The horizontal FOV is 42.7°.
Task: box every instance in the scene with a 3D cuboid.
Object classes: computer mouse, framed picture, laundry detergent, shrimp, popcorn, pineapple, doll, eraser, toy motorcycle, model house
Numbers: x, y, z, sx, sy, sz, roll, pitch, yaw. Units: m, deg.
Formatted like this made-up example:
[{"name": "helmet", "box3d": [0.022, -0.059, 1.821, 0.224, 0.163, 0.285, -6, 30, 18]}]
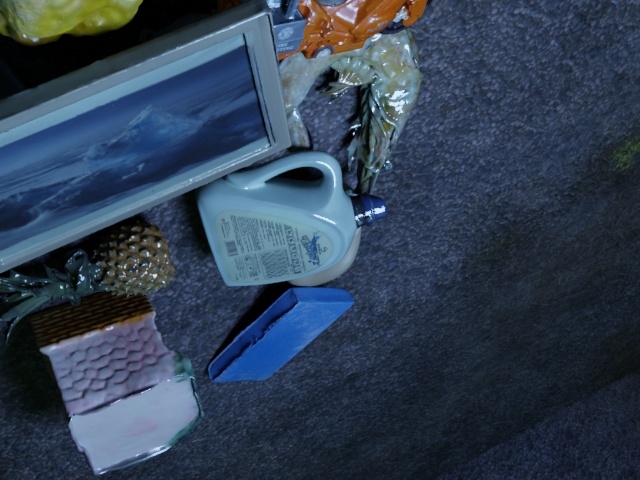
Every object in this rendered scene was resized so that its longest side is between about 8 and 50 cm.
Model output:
[{"name": "computer mouse", "box3d": [0.000, 0.000, 1.438, 0.145, 0.082, 0.236, -15, 142, -21]}, {"name": "framed picture", "box3d": [-0.248, -0.103, 0.972, 0.446, 0.028, 0.326, -24, 161, -5]}, {"name": "laundry detergent", "box3d": [-0.038, -0.040, 1.278, 0.281, 0.105, 0.214, -13, 126, 2]}, {"name": "shrimp", "box3d": [0.041, -0.200, 1.241, 0.247, 0.085, 0.360, -17, 136, -13]}, {"name": "popcorn", "box3d": [-0.245, -0.296, 0.827, 0.253, 0.190, 0.191, -40, 137, 17]}, {"name": "pineapple", "box3d": [-0.358, 0.058, 1.206, 0.277, 0.130, 0.119, -20, 106, -17]}, {"name": "doll", "box3d": [-0.137, -0.247, 1.055, 0.227, 0.075, 0.102, -6, 123, -46]}, {"name": "eraser", "box3d": [-0.082, 0.185, 1.575, 0.144, 0.042, 0.312, 5, 143, -41]}, {"name": "toy motorcycle", "box3d": [0.030, -0.314, 1.004, 0.326, 0.147, 0.221, -18, 156, -26]}, {"name": "model house", "box3d": [-0.325, 0.208, 1.318, 0.202, 0.237, 0.237, -22, 147, -16]}]

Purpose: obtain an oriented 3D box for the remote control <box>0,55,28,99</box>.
[{"name": "remote control", "box3d": [-0.402, -0.182, 0.963, 0.087, 0.047, 0.244, -27, 144, -1]}]
